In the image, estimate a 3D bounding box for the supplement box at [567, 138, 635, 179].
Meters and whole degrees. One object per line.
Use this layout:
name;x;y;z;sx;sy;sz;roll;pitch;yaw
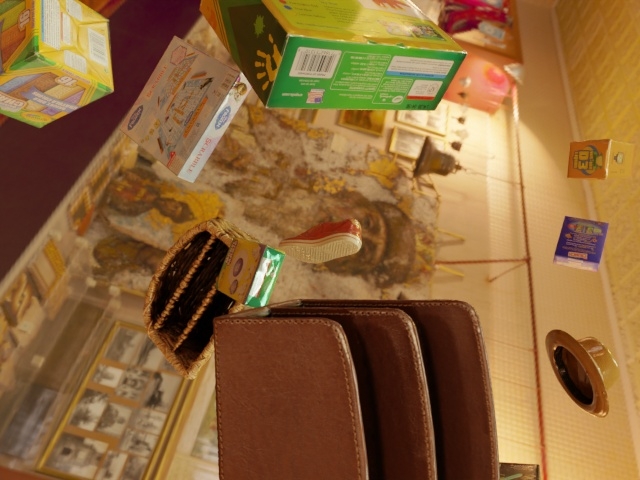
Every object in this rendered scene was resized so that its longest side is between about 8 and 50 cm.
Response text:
supplement box;0.577;-0.164;1.129;0.234;0.080;0.077;-9;103;-52

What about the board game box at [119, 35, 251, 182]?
board game box;-0.377;-0.367;1.524;0.318;0.318;0.066;-56;148;5

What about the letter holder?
letter holder;0.040;0.209;0.490;0.152;0.215;0.301;0;88;-67

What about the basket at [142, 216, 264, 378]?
basket;-0.269;0.105;1.221;0.299;0.214;0.223;-55;-177;11

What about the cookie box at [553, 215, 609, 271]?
cookie box;0.563;0.007;1.196;0.107;0.092;0.040;-63;149;-25

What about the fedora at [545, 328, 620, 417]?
fedora;0.526;0.250;1.088;0.194;0.079;0.194;156;-90;-85

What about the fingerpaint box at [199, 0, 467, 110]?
fingerpaint box;0.020;-0.446;1.187;0.371;0.445;0.163;58;-40;31

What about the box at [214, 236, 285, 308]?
box;-0.129;0.052;0.958;0.179;0.043;0.105;10;-101;63

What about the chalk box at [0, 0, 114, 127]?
chalk box;-0.434;-0.262;0.815;0.132;0.213;0.132;20;58;-62

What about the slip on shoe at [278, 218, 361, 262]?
slip on shoe;0.000;0.000;1.773;0.332;0.123;0.101;-13;-131;42

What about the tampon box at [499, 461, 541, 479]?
tampon box;0.425;0.578;1.223;0.161;0.121;0.101;-21;105;-66
